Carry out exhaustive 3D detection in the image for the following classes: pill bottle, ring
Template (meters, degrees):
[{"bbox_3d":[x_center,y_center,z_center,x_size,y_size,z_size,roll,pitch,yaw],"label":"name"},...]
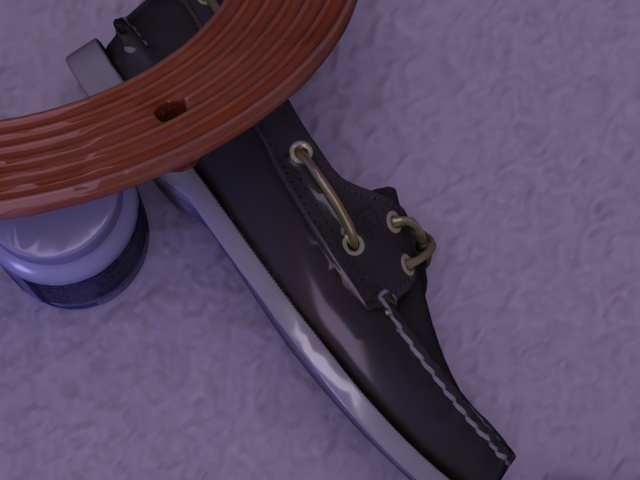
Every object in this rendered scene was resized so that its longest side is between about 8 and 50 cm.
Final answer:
[{"bbox_3d":[-0.124,-0.013,0.901,0.078,0.137,0.078,0,81,-2],"label":"pill bottle"},{"bbox_3d":[-0.145,-0.112,0.882,0.336,0.032,0.336,-4,41,4],"label":"ring"}]

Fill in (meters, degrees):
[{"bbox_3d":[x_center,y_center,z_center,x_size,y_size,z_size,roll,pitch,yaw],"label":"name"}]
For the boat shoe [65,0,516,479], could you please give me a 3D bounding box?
[{"bbox_3d":[0.000,-0.001,0.918,0.091,0.109,0.305,-39,80,-2],"label":"boat shoe"}]
